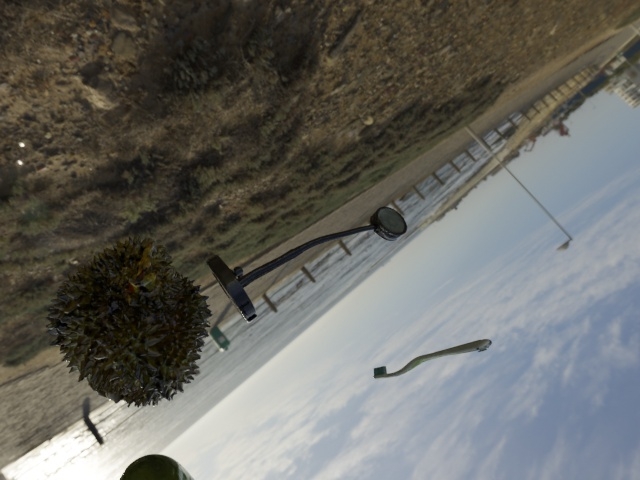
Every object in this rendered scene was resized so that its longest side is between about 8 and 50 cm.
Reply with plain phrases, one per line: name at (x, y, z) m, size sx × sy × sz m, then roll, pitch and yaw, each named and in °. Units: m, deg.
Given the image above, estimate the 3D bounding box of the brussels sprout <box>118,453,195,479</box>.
brussels sprout at (-0.533, 0.864, 1.295) m, size 0.276 × 0.315 × 0.371 m, roll -46°, pitch -167°, yaw -23°

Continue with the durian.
durian at (-0.317, 0.137, 0.698) m, size 0.258 × 0.258 × 0.293 m, roll -34°, pitch 128°, yaw -34°

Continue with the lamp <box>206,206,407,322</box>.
lamp at (-0.015, 0.023, 0.695) m, size 0.371 × 0.130 × 0.109 m, roll -26°, pitch 159°, yaw -37°

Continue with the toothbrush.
toothbrush at (0.191, 0.220, 0.732) m, size 0.022 × 0.026 × 0.262 m, roll 19°, pitch 144°, yaw -35°
